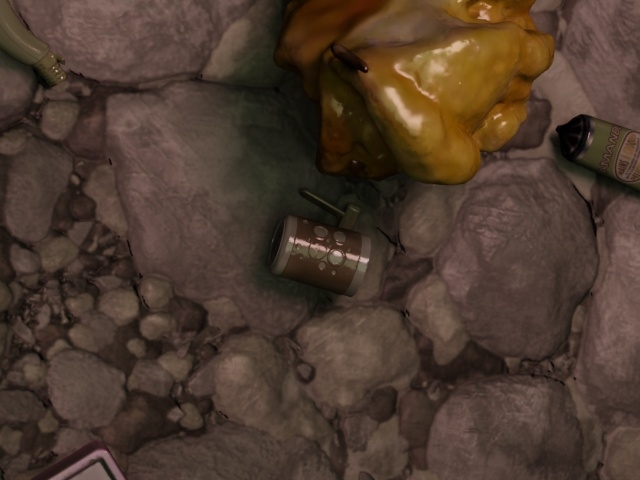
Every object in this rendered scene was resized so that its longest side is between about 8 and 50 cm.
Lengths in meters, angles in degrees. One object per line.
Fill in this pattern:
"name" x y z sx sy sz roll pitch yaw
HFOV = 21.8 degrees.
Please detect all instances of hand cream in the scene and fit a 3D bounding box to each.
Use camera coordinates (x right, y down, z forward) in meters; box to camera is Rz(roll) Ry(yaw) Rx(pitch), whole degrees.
"hand cream" 0.377 -0.090 1.918 0.235 0.055 0.086 19 93 -20

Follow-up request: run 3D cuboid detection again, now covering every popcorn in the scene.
"popcorn" 0.088 -0.193 1.754 0.297 0.281 0.316 25 64 26

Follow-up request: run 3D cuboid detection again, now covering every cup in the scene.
"cup" 0.001 0.002 1.830 0.099 0.074 0.102 16 91 -13

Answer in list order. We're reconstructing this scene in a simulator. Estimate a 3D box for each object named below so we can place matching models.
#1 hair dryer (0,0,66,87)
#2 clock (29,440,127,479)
"hair dryer" -0.444 -0.256 1.715 0.296 0.119 0.298 -18 111 -4
"clock" -0.251 0.338 1.809 0.150 0.063 0.197 -32 100 -8
